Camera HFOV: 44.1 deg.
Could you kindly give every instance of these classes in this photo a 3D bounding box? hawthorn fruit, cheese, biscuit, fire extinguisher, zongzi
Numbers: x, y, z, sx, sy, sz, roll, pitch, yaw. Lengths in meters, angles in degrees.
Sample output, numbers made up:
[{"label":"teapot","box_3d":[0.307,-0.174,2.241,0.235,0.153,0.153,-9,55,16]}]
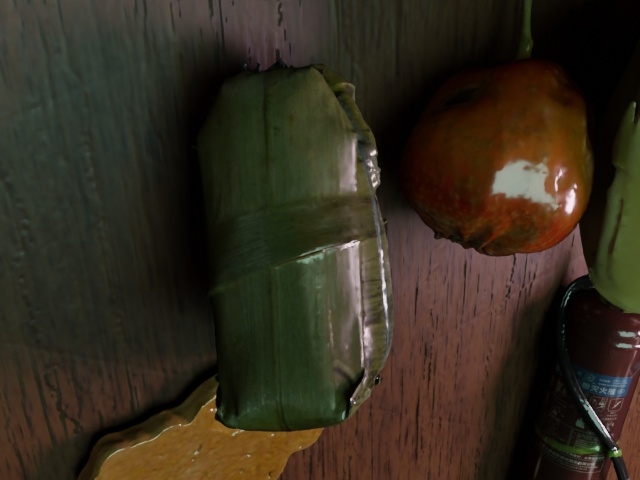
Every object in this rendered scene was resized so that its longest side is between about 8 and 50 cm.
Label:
[{"label":"hawthorn fruit","box_3d":[0.155,-0.128,0.647,0.165,0.165,0.285,14,82,-37]},{"label":"cheese","box_3d":[0.310,-0.097,0.686,0.316,0.128,0.259,-57,162,-54]},{"label":"biscuit","box_3d":[-0.088,0.179,0.686,0.236,0.040,0.144,-28,133,-22]},{"label":"fire extinguisher","box_3d":[0.316,0.173,0.891,0.105,0.142,0.341,-42,145,-61]},{"label":"zongzi","box_3d":[0.000,0.000,0.616,0.274,0.125,0.250,-1,88,-75]}]
